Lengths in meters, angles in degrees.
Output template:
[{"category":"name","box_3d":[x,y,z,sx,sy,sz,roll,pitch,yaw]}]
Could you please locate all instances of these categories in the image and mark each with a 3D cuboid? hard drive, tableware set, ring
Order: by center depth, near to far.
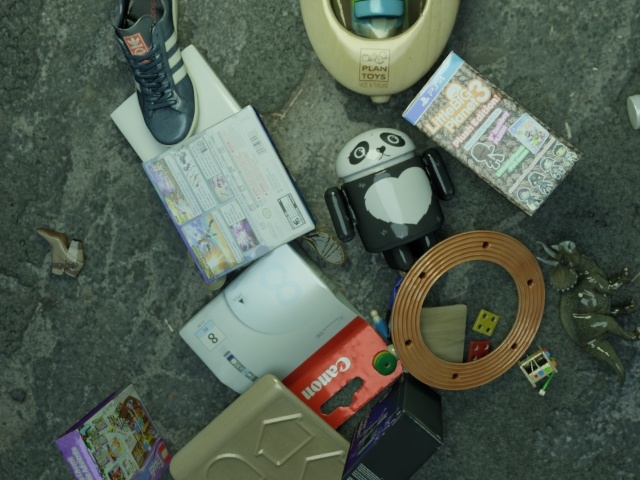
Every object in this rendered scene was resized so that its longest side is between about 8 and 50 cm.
[{"category":"ring","box_3d":[0.290,0.139,1.500,0.336,0.032,0.337,-5,108,-17]},{"category":"hard drive","box_3d":[-0.245,-0.191,1.570,0.233,0.047,0.353,-38,84,11]},{"category":"tableware set","box_3d":[-0.205,0.024,1.592,0.168,0.020,0.141,-34,56,13]}]

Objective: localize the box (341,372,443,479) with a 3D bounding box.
[{"category":"box","box_3d":[0.146,0.384,1.500,0.103,0.261,0.184,42,100,1]}]

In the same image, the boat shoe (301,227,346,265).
[{"category":"boat shoe","box_3d":[0.000,0.000,1.581,0.135,0.045,0.050,42,93,5]}]

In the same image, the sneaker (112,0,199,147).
[{"category":"sneaker","box_3d":[-0.334,-0.355,1.484,0.131,0.148,0.350,-13,89,12]}]

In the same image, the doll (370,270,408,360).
[{"category":"doll","box_3d":[0.163,0.156,1.562,0.129,0.046,0.189,10,95,-21]}]

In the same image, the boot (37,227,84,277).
[{"category":"boot","box_3d":[-0.575,0.030,1.670,0.118,0.042,0.087,19,102,6]}]

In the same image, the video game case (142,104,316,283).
[{"category":"video game case","box_3d":[-0.176,-0.089,1.493,0.244,0.061,0.269,-27,96,7]}]

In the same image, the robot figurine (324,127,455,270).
[{"category":"robot figurine","box_3d":[0.138,-0.082,1.483,0.173,0.209,0.278,-18,96,40]}]

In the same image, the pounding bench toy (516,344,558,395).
[{"category":"pounding bench toy","box_3d":[0.452,0.265,1.546,0.065,0.052,0.083,-35,91,11]}]

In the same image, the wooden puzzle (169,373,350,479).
[{"category":"wooden puzzle","box_3d":[-0.093,0.485,1.622,0.322,0.080,0.348,-43,100,12]}]

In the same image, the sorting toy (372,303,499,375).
[{"category":"sorting toy","box_3d":[0.232,0.192,1.545,0.274,0.046,0.132,-3,104,-20]}]

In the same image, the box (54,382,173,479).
[{"category":"box","box_3d":[-0.416,0.435,1.571,0.057,0.293,0.201,-28,92,9]}]

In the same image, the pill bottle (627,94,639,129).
[{"category":"pill bottle","box_3d":[0.664,-0.259,1.431,0.152,0.086,0.086,-14,95,10]}]

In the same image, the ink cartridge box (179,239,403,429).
[{"category":"ink cartridge box","box_3d":[-0.058,0.229,1.596,0.308,0.091,0.385,-42,88,11]}]

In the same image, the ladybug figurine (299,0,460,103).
[{"category":"ladybug figurine","box_3d":[0.114,-0.486,1.441,0.305,0.162,0.449,4,97,7]}]

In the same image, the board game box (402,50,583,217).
[{"category":"board game box","box_3d":[0.311,-0.196,1.416,0.291,0.232,0.141,39,101,2]}]

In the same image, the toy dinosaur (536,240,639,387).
[{"category":"toy dinosaur","box_3d":[0.537,0.132,1.502,0.160,0.121,0.314,-10,100,21]}]
